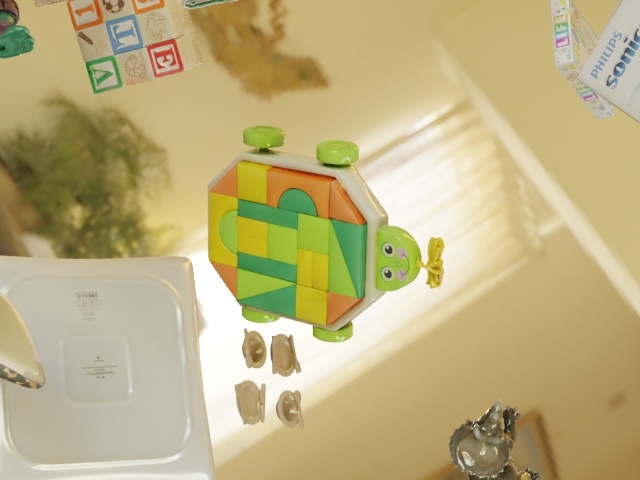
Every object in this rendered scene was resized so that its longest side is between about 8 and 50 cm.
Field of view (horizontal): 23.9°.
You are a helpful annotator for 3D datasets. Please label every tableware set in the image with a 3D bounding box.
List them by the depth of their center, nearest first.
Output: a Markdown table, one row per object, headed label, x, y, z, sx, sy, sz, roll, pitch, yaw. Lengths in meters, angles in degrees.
| label | x | y | z | sx | sy | sz | roll | pitch | yaw |
| --- | --- | --- | --- | --- | --- | --- | --- | --- | --- |
| tableware set | -0.072 | 0.196 | 2.147 | 0.168 | 0.020 | 0.141 | 16 | 66 | -56 |

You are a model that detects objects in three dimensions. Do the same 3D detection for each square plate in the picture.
| label | x | y | z | sx | sy | sz | roll | pitch | yaw |
| --- | --- | --- | --- | --- | --- | --- | --- | --- | --- |
| square plate | -0.317 | 0.181 | 2.092 | 0.049 | 0.347 | 0.344 | -34 | -121 | 60 |

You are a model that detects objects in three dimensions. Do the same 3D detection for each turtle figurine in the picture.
| label | x | y | z | sx | sy | sz | roll | pitch | yaw |
| --- | --- | --- | --- | --- | --- | --- | --- | --- | --- |
| turtle figurine | -0.372 | -0.323 | 1.732 | 0.175 | 0.118 | 0.234 | 23 | 43 | -28 |

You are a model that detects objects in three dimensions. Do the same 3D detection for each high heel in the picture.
| label | x | y | z | sx | sy | sz | roll | pitch | yaw |
| --- | --- | --- | --- | --- | --- | --- | --- | --- | --- |
| high heel | -0.461 | 0.132 | 1.884 | 0.261 | 0.186 | 0.093 | 41 | 39 | 7 |

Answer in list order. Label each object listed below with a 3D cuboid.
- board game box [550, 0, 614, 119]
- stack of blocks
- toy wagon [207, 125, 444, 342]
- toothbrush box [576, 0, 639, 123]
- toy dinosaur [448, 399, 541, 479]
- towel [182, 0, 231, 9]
| label | x | y | z | sx | sy | sz | roll | pitch | yaw |
| --- | --- | --- | --- | --- | --- | --- | --- | --- | --- |
| board game box | 0.347 | -0.241 | 2.002 | 0.154 | 0.026 | 0.103 | 39 | 44 | -51 |
| stack of blocks | -0.279 | -0.344 | 1.931 | 0.087 | 0.171 | 0.297 | -50 | 126 | -71 |
| toy wagon | 0.000 | 0.000 | 1.976 | 0.344 | 0.068 | 0.267 | 13 | -68 | 32 |
| toothbrush box | 0.416 | -0.118 | 1.375 | 0.295 | 0.126 | 0.216 | 40 | 25 | 28 |
| toy dinosaur | 0.265 | 0.354 | 2.244 | 0.160 | 0.121 | 0.313 | -62 | 137 | -54 |
| towel | -0.103 | -0.343 | 1.832 | 0.023 | 0.113 | 0.152 | 62 | 31 | -43 |
